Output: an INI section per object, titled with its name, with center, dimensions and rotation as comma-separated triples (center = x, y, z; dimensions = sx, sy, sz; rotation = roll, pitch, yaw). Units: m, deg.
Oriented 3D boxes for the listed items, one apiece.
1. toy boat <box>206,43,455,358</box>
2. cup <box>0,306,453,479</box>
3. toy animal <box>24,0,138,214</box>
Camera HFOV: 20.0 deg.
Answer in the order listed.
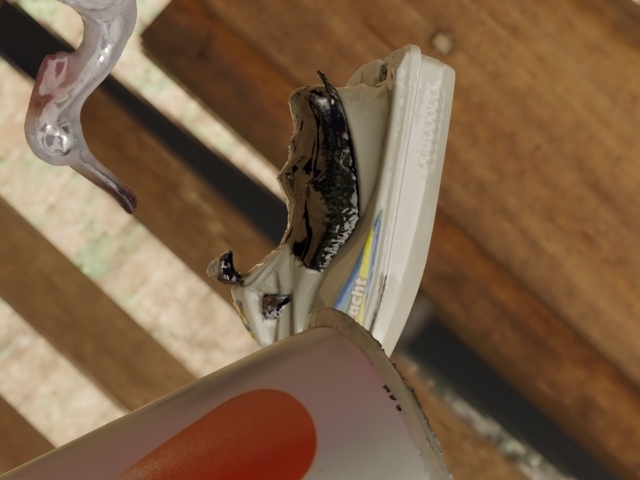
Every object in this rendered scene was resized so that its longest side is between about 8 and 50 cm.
[toy boat]
center = 0.007, -0.003, 1.230
dimensions = 0.141, 0.140, 0.269
rotation = 97, 16, -80
[cup]
center = -0.090, 0.169, 0.814
dimensions = 0.288, 0.203, 0.203
rotation = -19, 165, -16
[toy animal]
center = -0.149, -0.183, 1.126
dimensions = 0.195, 0.090, 0.324
rotation = 10, 95, -41
